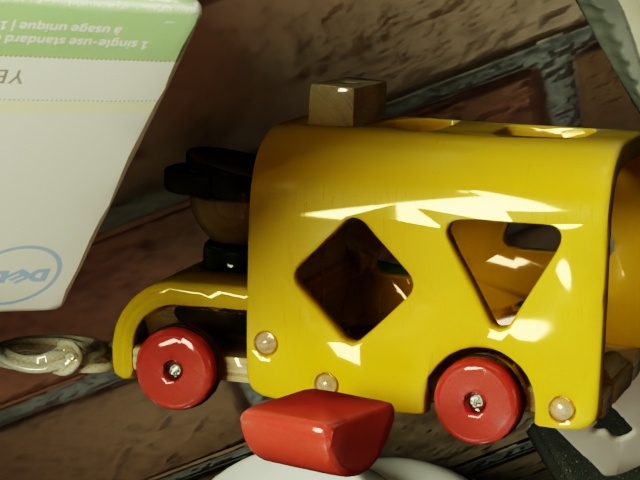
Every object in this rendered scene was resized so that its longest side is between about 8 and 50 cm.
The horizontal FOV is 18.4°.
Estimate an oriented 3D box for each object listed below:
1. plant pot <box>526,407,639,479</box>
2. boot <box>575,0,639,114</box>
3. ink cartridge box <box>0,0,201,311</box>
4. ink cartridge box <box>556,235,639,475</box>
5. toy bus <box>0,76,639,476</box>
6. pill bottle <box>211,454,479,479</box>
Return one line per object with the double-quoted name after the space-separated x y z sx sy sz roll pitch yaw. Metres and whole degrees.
0.241 0.128 0.913 0.187 0.167 0.188 -36 146 23 "plant pot"
0.156 -0.105 0.567 0.178 0.085 0.236 -29 131 10 "boot"
-0.151 0.000 0.513 0.171 0.056 0.235 -1 141 -29 "ink cartridge box"
0.175 0.012 0.795 0.198 0.067 0.115 -30 146 11 "ink cartridge box"
0.013 0.000 0.650 0.202 0.191 0.104 -3 100 -27 "toy bus"
0.054 0.183 0.901 0.153 0.153 0.265 -35 144 22 "pill bottle"
